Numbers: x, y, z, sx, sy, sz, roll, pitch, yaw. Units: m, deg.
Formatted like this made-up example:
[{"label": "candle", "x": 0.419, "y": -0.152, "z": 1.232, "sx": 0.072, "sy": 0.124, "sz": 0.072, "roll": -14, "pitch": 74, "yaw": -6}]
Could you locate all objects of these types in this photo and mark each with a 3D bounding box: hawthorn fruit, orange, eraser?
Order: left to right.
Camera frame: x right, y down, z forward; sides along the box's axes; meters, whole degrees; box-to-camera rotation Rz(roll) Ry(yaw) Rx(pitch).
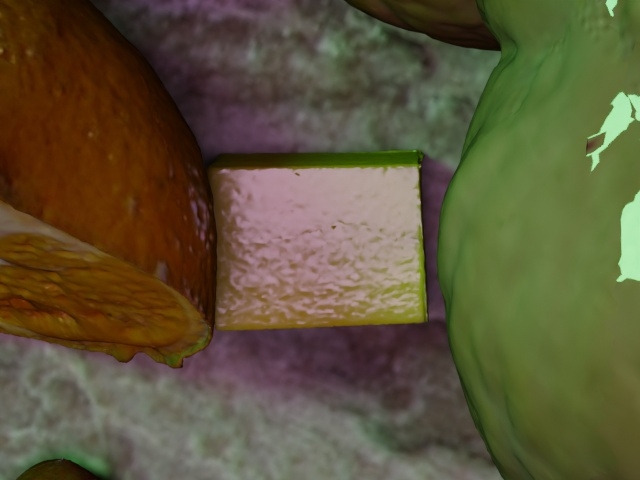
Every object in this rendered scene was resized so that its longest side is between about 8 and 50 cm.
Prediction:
[{"label": "orange", "x": -0.209, "y": -0.037, "z": 0.989, "sx": 0.310, "sy": 0.274, "sz": 0.274, "roll": -11, "pitch": 106, "yaw": -35}, {"label": "hawthorn fruit", "x": -0.154, "y": 0.167, "z": 1.134, "sx": 0.077, "sy": 0.077, "sz": 0.077, "roll": 1, "pitch": 103, "yaw": 4}, {"label": "eraser", "x": 0.000, "y": 0.000, "z": 1.097, "sx": 0.122, "sy": 0.045, "sz": 0.097, "roll": -1, "pitch": 102, "yaw": 4}]

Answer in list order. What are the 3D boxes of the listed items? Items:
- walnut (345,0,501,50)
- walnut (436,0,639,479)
[{"label": "walnut", "x": 0.109, "y": -0.243, "z": 0.900, "sx": 0.332, "sy": 0.333, "sz": 0.333, "roll": 1, "pitch": 103, "yaw": 4}, {"label": "walnut", "x": 0.217, "y": -0.018, "z": 0.723, "sx": 0.381, "sy": 0.381, "sz": 0.381, "roll": 1, "pitch": 103, "yaw": 4}]
